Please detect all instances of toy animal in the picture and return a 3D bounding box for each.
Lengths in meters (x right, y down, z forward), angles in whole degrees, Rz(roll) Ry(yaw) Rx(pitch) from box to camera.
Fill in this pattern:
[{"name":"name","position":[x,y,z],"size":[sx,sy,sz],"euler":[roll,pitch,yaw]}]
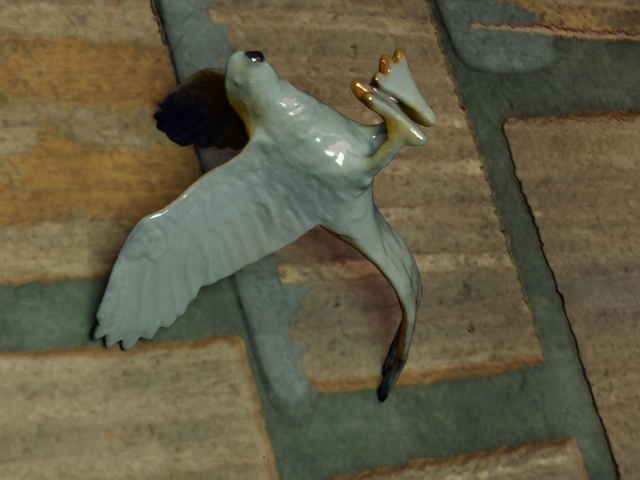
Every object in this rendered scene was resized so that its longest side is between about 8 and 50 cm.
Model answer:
[{"name":"toy animal","position":[0.009,-0.013,1.440],"size":[0.284,0.302,0.225],"euler":[29,48,-15]}]
